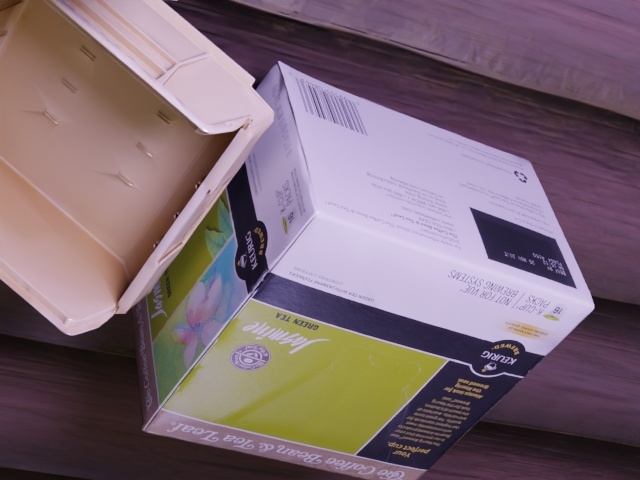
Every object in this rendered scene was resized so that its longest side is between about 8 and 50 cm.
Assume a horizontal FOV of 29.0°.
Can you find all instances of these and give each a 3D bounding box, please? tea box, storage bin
[{"bbox_3d":[0.026,0.051,1.235,0.329,0.220,0.323,19,127,-30],"label":"tea box"},{"bbox_3d":[-0.218,-0.092,1.082,0.260,0.123,0.262,40,122,2],"label":"storage bin"}]

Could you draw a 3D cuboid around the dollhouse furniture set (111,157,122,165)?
[{"bbox_3d":[-0.225,-0.076,1.202,0.114,0.081,0.091,-14,134,5],"label":"dollhouse furniture set"}]
